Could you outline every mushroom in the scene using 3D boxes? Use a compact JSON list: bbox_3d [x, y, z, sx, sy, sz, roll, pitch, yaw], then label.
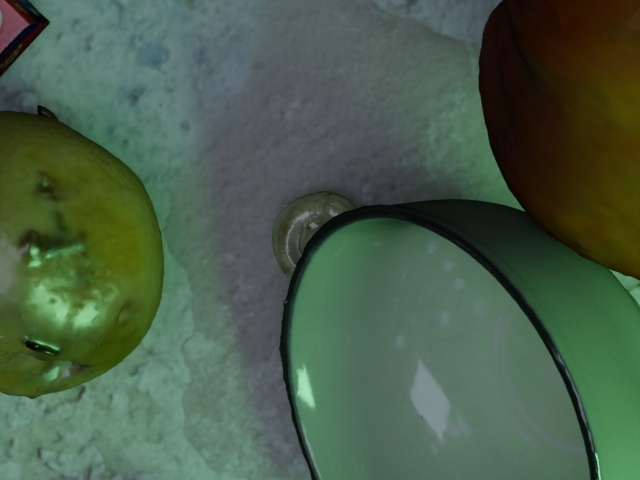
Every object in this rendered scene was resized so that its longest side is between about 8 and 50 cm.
[{"bbox_3d":[0.000,0.000,1.289,0.084,0.067,0.083,0,91,6],"label":"mushroom"}]

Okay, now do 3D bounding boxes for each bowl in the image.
[{"bbox_3d":[0.145,0.120,1.199,0.185,0.354,0.353,-18,99,-35],"label":"bowl"}]

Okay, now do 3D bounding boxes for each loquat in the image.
[{"bbox_3d":[-0.243,0.003,1.246,0.244,0.244,0.243,1,99,6],"label":"loquat"}]

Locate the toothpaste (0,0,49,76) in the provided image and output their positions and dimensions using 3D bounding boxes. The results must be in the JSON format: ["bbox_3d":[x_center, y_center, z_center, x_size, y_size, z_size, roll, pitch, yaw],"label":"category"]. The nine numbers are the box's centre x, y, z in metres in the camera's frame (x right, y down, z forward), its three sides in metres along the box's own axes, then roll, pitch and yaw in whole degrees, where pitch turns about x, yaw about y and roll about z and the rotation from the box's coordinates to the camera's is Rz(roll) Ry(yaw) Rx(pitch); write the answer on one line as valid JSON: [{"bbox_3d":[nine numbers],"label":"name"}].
[{"bbox_3d":[-0.371,-0.099,1.316,0.076,0.066,0.320,45,101,-2],"label":"toothpaste"}]

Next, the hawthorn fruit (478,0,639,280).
[{"bbox_3d":[0.334,-0.184,1.056,0.472,0.472,0.471,1,99,6],"label":"hawthorn fruit"}]
